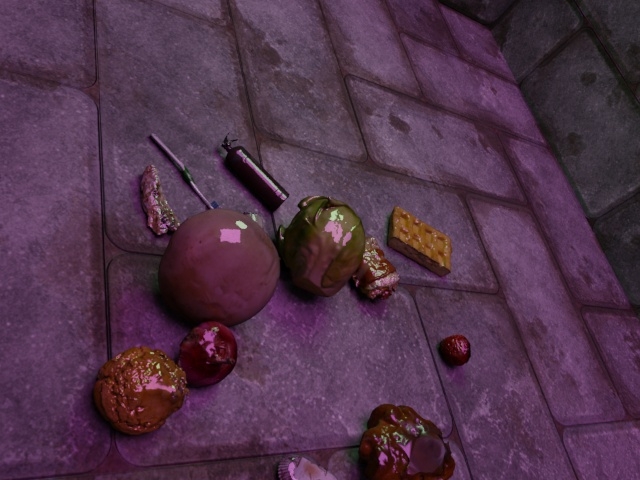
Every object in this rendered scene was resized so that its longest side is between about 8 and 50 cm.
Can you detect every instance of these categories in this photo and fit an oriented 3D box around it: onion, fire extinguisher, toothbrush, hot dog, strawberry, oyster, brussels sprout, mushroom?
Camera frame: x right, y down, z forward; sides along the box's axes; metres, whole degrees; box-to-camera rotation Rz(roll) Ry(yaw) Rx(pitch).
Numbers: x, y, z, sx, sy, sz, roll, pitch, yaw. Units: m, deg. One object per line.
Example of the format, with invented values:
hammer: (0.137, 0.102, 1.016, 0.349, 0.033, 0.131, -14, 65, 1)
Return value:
onion: (-0.232, 0.261, 1.305, 0.150, 0.140, 0.150, -15, 112, -42)
fire extinguisher: (-0.202, -0.210, 1.768, 0.268, 0.072, 0.089, 45, 48, -2)
toothbrush: (-0.373, -0.183, 1.641, 0.304, 0.030, 0.030, 48, 41, 3)
hot dog: (-0.016, 0.558, 1.349, 0.192, 0.053, 0.099, 35, 42, -10)
hot dog: (0.153, 0.090, 1.824, 0.146, 0.103, 0.213, -13, 56, -22)
strawberry: (0.424, 0.344, 1.859, 0.106, 0.106, 0.106, 22, 47, -26)
oyster: (-0.418, -0.099, 1.510, 0.200, 0.061, 0.106, 51, 42, 4)
brussels sprout: (0.001, 0.001, 1.641, 0.227, 0.259, 0.295, 19, 73, -19)
mushroom: (-0.255, 0.052, 1.431, 0.292, 0.293, 0.290, 19, 12, -28)

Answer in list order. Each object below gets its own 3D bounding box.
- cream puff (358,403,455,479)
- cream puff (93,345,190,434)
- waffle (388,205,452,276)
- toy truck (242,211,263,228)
cream puff: (0.218, 0.531, 1.489, 0.269, 0.155, 0.241, 34, 42, -12)
cream puff: (-0.358, 0.301, 1.202, 0.189, 0.129, 0.189, 19, 51, -26)
waffle: (0.350, 0.003, 2.082, 0.274, 0.057, 0.168, 29, 44, -21)
toy truck: (-0.183, 0.015, 1.599, 0.074, 0.088, 0.202, 13, 52, -35)
